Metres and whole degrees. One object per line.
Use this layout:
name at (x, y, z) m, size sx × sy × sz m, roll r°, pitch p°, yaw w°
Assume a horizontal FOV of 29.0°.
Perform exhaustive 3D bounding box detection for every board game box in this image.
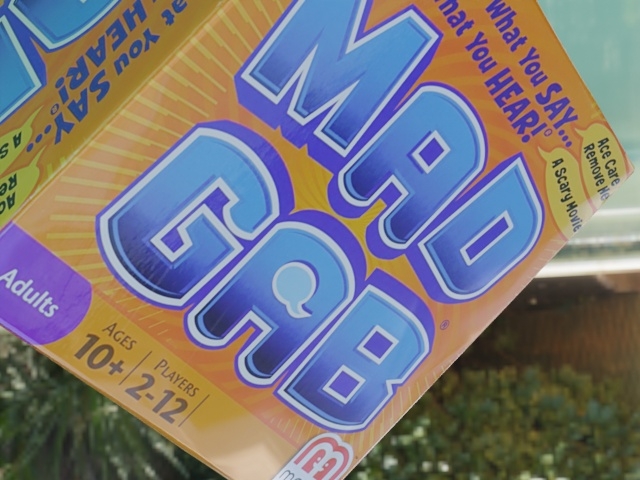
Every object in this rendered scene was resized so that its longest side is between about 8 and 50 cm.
board game box at (-0.074, -0.095, 0.876) m, size 0.356 × 0.356 × 0.356 m, roll 42°, pitch 178°, yaw 46°
